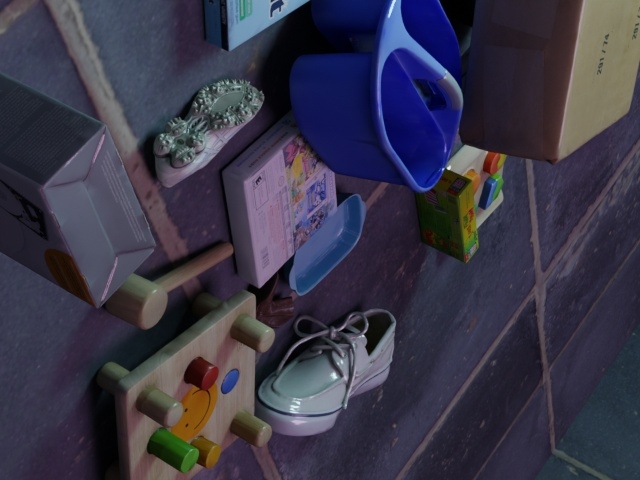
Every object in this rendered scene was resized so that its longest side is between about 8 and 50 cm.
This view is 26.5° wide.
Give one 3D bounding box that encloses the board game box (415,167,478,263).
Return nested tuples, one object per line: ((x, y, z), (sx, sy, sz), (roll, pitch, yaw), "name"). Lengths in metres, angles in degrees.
((0.212, -0.047, 2.288), (0.043, 0.092, 0.181), (-49, 149, -25), "board game box")

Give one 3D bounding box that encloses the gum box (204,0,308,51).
((-0.066, -0.335, 1.620), (0.184, 0.041, 0.157), (-39, 143, -37), "gum box")

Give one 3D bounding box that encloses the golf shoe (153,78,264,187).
((-0.142, -0.131, 1.663), (0.176, 0.069, 0.086), (-40, 164, -32), "golf shoe")

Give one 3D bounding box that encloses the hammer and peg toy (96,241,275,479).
((-0.167, 0.177, 1.791), (0.266, 0.127, 0.361), (-37, 142, -41), "hammer and peg toy")

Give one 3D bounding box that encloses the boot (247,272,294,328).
((-0.065, 0.085, 1.986), (0.114, 0.037, 0.106), (4, 123, -57), "boot")

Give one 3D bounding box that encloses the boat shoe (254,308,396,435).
((0.024, 0.179, 2.115), (0.367, 0.136, 0.156), (-21, 131, -56), "boat shoe")

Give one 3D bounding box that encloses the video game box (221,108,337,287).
((-0.052, -0.066, 1.868), (0.187, 0.048, 0.205), (-43, 146, -32), "video game box")

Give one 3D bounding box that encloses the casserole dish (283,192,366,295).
((0.000, 0.000, 2.026), (0.188, 0.037, 0.114), (-44, 147, -34), "casserole dish")

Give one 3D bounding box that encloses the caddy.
((0.100, -0.206, 1.808), (0.341, 0.179, 0.241), (46, 54, -61), "caddy")

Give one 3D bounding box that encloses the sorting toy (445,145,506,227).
((0.280, -0.098, 2.420), (0.193, 0.038, 0.208), (-44, 147, -32), "sorting toy")

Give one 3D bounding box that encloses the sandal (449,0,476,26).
((0.230, -0.448, 1.959), (0.167, 0.107, 0.446), (-59, 152, -6), "sandal")

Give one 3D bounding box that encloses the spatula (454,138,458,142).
((0.193, -0.266, 2.135), (0.084, 0.030, 0.296), (-55, 151, -18), "spatula")

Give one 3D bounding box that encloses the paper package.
((0.351, -0.313, 1.968), (0.309, 0.168, 0.324), (-31, 132, -51), "paper package")

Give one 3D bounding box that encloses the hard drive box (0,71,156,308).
((-0.285, -0.063, 1.272), (0.089, 0.232, 0.181), (-49, 148, -25), "hard drive box")

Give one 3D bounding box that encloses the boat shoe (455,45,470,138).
((0.236, -0.249, 2.106), (0.226, 0.076, 0.083), (-47, 137, -14), "boat shoe")
